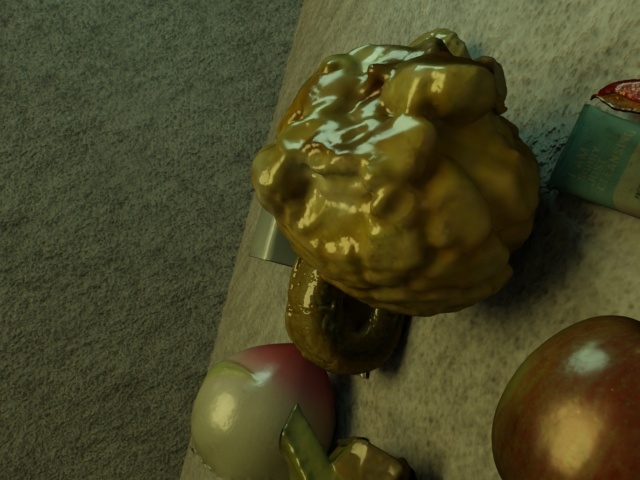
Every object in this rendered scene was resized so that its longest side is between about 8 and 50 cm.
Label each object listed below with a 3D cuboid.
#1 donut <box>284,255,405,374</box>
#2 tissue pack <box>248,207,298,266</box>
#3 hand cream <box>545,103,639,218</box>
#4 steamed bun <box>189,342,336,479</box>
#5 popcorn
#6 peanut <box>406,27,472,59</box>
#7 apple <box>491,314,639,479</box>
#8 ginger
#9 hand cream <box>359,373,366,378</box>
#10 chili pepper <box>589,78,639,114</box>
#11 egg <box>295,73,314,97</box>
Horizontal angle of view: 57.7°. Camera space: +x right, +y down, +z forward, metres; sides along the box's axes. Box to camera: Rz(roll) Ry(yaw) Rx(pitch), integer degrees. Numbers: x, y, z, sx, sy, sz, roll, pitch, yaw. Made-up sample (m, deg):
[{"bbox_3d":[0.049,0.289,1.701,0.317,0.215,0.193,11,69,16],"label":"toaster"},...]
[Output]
[{"bbox_3d":[0.049,0.104,1.018,0.128,0.208,0.262,177,102,-70],"label":"donut"},{"bbox_3d":[0.000,0.000,1.180,0.159,0.245,0.136,-176,102,-72],"label":"tissue pack"},{"bbox_3d":[0.318,-0.069,0.571,0.312,0.070,0.111,-117,43,-69],"label":"hand cream"},{"bbox_3d":[-0.095,0.332,1.178,0.309,0.309,0.310,-166,90,-72],"label":"steamed bun"},{"bbox_3d":[0.102,-0.071,0.770,0.390,0.343,0.354,39,-142,-76],"label":"popcorn"},{"bbox_3d":[0.183,-0.250,1.025,0.196,0.110,0.233,-24,53,52],"label":"peanut"},{"bbox_3d":[0.236,0.154,0.447,0.174,0.188,0.188,-64,20,12],"label":"apple"},{"bbox_3d":[-0.006,0.465,0.910,0.358,0.211,0.414,-150,74,-73],"label":"ginger"},{"bbox_3d":[0.048,0.225,1.184,0.186,0.054,0.087,-9,72,63],"label":"hand cream"},{"bbox_3d":[0.353,-0.128,0.540,0.268,0.050,0.059,-127,23,-70],"label":"chili pepper"},{"bbox_3d":[0.040,-0.300,1.353,0.282,0.202,0.203,-169,93,-76],"label":"egg"}]
